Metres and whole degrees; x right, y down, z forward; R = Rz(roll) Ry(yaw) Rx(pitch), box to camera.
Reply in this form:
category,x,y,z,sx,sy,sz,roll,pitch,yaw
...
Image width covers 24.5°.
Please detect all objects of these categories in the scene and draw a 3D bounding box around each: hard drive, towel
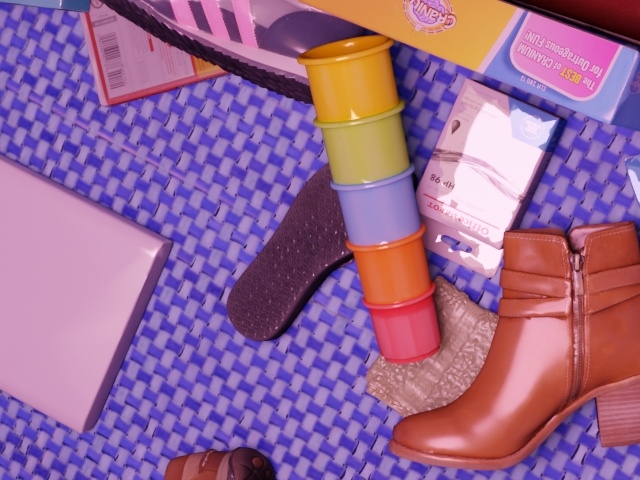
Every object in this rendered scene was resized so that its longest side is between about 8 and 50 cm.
category,x,y,z,sx,sy,sz,roll,pitch,yaw
hard drive,-0.362,0.030,1.636,0.353,0.047,0.233,26,100,14
towel,0.121,0.121,1.513,0.110,0.027,0.148,34,102,12

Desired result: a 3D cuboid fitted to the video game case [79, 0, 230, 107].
category,x,y,z,sx,sy,sz,roll,pitch,yaw
video game case,-0.125,-0.274,1.562,0.285,0.025,0.204,-13,89,17

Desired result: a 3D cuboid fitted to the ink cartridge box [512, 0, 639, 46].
category,x,y,z,sx,sy,sz,roll,pitch,yaw
ink cartridge box,0.320,-0.287,1.385,0.283,0.117,0.207,22,99,14

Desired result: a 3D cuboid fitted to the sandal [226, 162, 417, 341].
category,x,y,z,sx,sy,sz,roll,pitch,yaw
sandal,-0.001,0.000,1.533,0.254,0.054,0.097,-44,72,19

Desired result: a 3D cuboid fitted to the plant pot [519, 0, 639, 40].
category,x,y,z,sx,sy,sz,roll,pitch,yaw
plant pot,0.230,-0.327,1.224,0.267,0.236,0.267,21,98,14

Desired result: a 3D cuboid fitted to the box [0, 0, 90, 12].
category,x,y,z,sx,sy,sz,roll,pitch,yaw
box,-0.364,-0.310,1.594,0.244,0.060,0.100,9,98,22

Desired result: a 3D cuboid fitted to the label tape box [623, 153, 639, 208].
category,x,y,z,sx,sy,sz,roll,pitch,yaw
label tape box,0.481,-0.014,1.358,0.348,0.115,0.249,-18,88,15

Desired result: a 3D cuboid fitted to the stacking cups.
category,x,y,z,sx,sy,sz,roll,pitch,yaw
stacking cups,0.053,-0.036,1.430,0.096,0.096,0.316,-6,109,16

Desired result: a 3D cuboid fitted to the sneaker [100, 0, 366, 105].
category,x,y,z,sx,sy,sz,roll,pitch,yaw
sneaker,-0.100,-0.251,1.499,0.319,0.112,0.131,26,84,8

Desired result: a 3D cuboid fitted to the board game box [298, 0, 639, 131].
category,x,y,z,sx,sy,sz,roll,pitch,yaw
board game box,0.171,-0.180,1.336,0.317,0.242,0.064,26,102,27

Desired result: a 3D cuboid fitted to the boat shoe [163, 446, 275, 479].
category,x,y,z,sx,sy,sz,roll,pitch,yaw
boat shoe,-0.118,0.379,1.558,0.120,0.122,0.324,1,85,21

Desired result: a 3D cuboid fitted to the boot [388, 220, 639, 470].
category,x,y,z,sx,sy,sz,roll,pitch,yaw
boot,0.193,0.101,1.428,0.284,0.109,0.220,-8,100,7

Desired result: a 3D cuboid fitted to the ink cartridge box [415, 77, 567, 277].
category,x,y,z,sx,sy,sz,roll,pitch,yaw
ink cartridge box,0.160,-0.060,1.473,0.104,0.060,0.180,25,100,13
